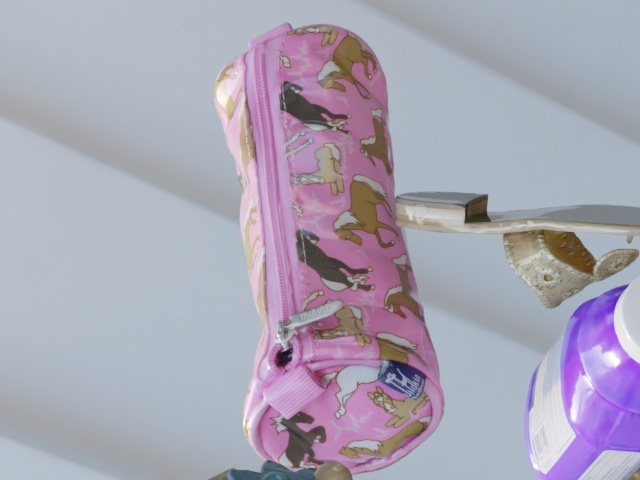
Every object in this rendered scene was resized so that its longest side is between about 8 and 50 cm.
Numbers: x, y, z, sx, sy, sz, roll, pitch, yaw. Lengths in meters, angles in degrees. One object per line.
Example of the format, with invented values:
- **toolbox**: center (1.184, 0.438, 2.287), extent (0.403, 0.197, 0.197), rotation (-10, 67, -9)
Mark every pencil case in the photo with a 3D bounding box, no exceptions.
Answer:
- **pencil case**: center (0.000, 0.000, 1.483), extent (0.167, 0.160, 0.386), rotation (109, 160, -48)

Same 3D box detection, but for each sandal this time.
- **sandal**: center (0.169, 0.012, 1.386), extent (0.240, 0.088, 0.079), rotation (6, 102, 28)

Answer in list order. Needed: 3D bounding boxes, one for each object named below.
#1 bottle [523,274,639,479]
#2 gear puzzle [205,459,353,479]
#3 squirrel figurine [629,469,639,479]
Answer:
- **bottle**: center (0.215, 0.099, 1.301), extent (0.283, 0.092, 0.118), rotation (104, 171, -67)
- **gear puzzle**: center (-0.059, 0.179, 0.817), extent (0.175, 0.339, 0.044), rotation (32, 119, 27)
- **squirrel figurine**: center (0.303, 0.333, 1.747), extent (0.370, 0.397, 0.281), rotation (-50, 56, 12)
